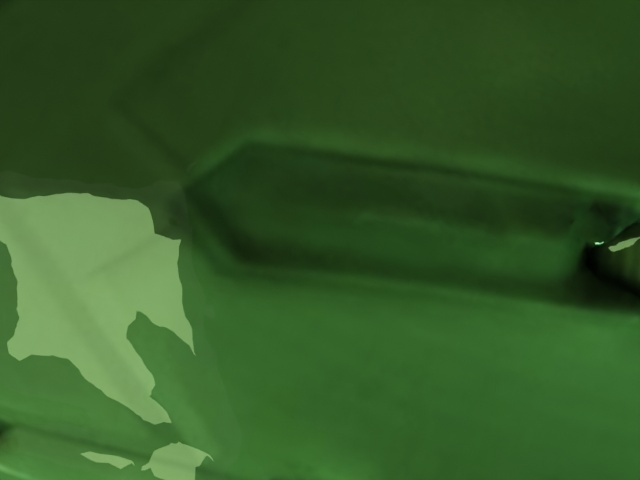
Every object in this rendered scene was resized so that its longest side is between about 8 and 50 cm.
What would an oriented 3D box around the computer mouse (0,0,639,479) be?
[{"bbox_3d":[0.002,0.000,0.499,0.429,0.145,0.228,7,88,4],"label":"computer mouse"}]
